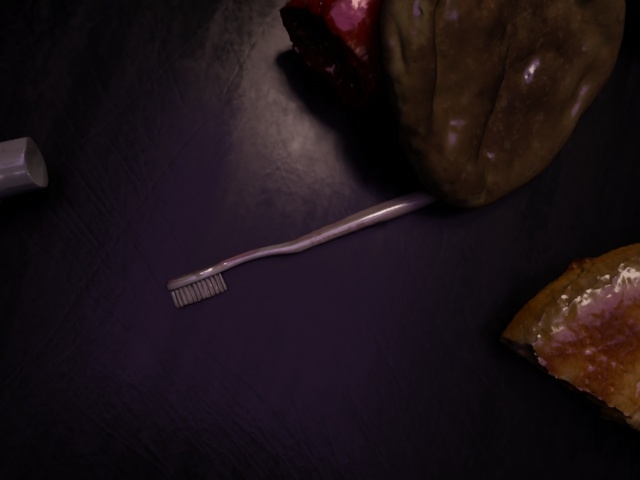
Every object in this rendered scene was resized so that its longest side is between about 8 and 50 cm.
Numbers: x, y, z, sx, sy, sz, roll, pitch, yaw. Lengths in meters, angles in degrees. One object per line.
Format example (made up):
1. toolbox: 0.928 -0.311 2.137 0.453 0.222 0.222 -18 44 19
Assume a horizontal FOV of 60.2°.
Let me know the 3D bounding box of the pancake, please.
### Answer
1. pancake: 0.170 -0.174 0.495 0.295 0.049 0.294 -12 116 -26

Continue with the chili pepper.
1. chili pepper: 0.123 -0.281 0.532 0.338 0.131 0.134 -46 101 -11

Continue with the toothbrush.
1. toothbrush: 0.000 0.000 0.542 0.307 0.025 0.029 -20 96 -8

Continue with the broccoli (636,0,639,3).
1. broccoli: 0.427 -0.329 0.516 0.288 0.245 0.247 -26 82 -8

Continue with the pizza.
1. pizza: 0.348 0.107 0.541 0.336 0.086 0.226 -11 98 2

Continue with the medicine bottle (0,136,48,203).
1. medicine bottle: -0.411 -0.023 0.448 0.352 0.110 0.110 -14 87 -8
